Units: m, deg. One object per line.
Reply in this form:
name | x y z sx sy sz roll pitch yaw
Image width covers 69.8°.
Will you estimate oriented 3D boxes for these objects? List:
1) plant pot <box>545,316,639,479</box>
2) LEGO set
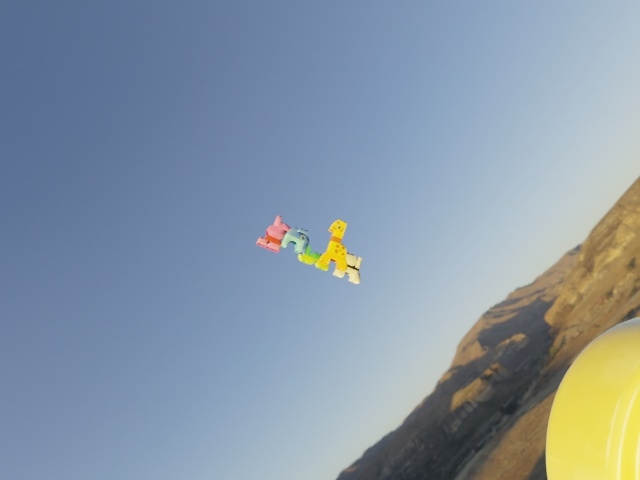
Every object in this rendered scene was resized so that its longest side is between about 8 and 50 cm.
plant pot | 0.322 0.167 0.276 0.254 0.254 0.239 -42 -3 -12
LEGO set | 0.000 0.000 0.922 0.087 0.227 0.093 148 143 -69
